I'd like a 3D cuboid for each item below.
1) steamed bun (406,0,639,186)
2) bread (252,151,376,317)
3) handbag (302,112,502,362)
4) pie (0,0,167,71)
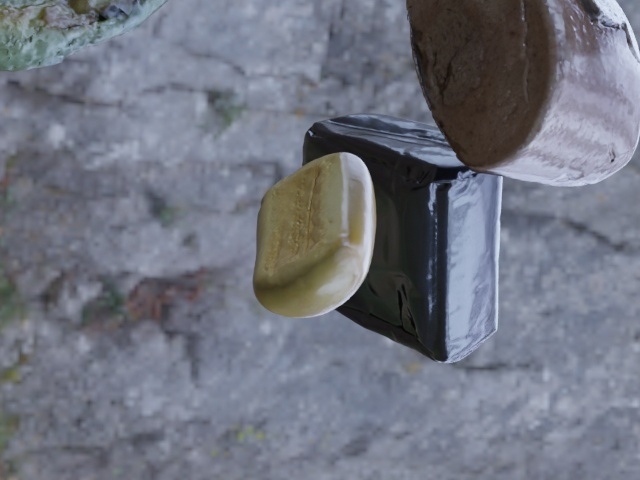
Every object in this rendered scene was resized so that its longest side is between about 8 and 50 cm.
[{"bbox_3d":[0.247,-0.220,1.667,0.199,0.251,0.301,-42,-125,42],"label":"steamed bun"},{"bbox_3d":[0.000,0.000,1.646,0.147,0.098,0.217,-29,-147,26],"label":"bread"},{"bbox_3d":[0.114,-0.022,1.971,0.275,0.178,0.302,29,-45,40],"label":"handbag"},{"bbox_3d":[-0.260,-0.254,1.263,0.067,0.302,0.302,102,-20,-49],"label":"pie"}]
